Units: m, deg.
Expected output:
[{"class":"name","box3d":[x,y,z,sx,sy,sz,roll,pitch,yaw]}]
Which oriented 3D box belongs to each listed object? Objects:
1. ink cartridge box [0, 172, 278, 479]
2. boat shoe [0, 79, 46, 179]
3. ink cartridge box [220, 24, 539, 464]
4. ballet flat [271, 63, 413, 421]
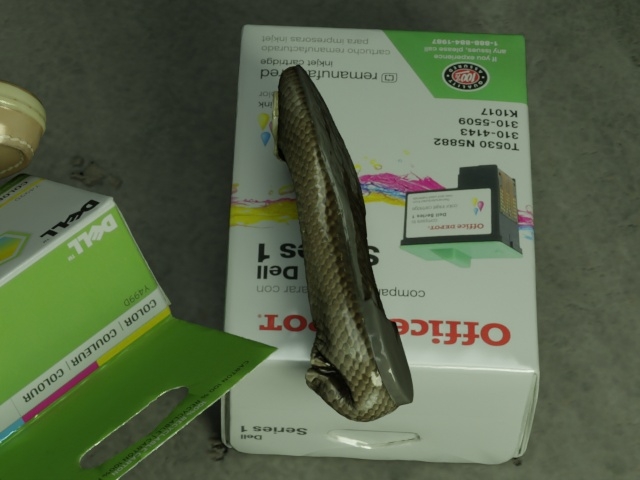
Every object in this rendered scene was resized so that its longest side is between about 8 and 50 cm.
[{"class":"ink cartridge box","box3d":[-0.175,0.060,1.171,0.189,0.097,0.255,-38,27,-25]},{"class":"boat shoe","box3d":[-0.340,-0.020,1.276,0.341,0.121,0.110,-15,67,10]},{"class":"ink cartridge box","box3d":[0.039,-0.002,1.286,0.201,0.117,0.278,2,56,-1]},{"class":"ballet flat","box3d":[0.000,0.000,1.173,0.058,0.084,0.250,-22,60,13]}]
